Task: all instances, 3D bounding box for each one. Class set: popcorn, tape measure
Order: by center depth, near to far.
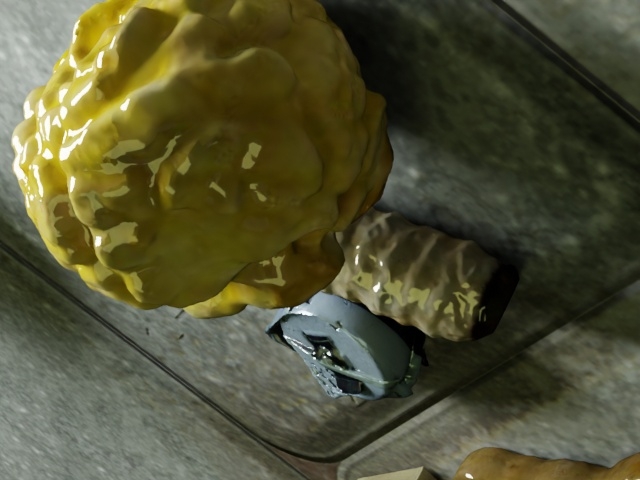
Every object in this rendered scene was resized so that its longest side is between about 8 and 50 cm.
[{"bbox_3d":[-0.054,-0.041,0.650,0.180,0.180,0.170,30,-178,7],"label":"popcorn"},{"bbox_3d":[0.016,0.052,0.802,0.091,0.054,0.094,46,155,-14],"label":"tape measure"}]

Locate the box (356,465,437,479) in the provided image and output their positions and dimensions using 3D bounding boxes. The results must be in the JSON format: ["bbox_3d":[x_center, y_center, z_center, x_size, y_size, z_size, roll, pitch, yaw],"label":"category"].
[{"bbox_3d":[0.068,0.197,0.958,0.079,0.035,0.083,44,147,-15],"label":"box"}]

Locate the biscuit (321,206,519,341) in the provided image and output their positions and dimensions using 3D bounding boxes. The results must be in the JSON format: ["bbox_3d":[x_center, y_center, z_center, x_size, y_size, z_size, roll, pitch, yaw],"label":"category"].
[{"bbox_3d":[0.000,0.000,0.749,0.219,0.055,0.061,22,156,18],"label":"biscuit"}]

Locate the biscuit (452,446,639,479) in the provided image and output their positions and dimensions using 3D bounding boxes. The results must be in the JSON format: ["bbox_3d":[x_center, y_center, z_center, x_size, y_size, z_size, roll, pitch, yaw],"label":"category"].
[{"bbox_3d":[0.214,0.187,0.813,0.319,0.047,0.183,15,140,29],"label":"biscuit"}]
